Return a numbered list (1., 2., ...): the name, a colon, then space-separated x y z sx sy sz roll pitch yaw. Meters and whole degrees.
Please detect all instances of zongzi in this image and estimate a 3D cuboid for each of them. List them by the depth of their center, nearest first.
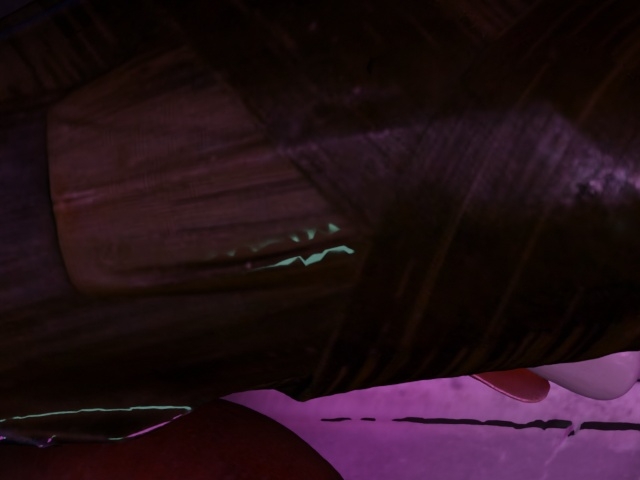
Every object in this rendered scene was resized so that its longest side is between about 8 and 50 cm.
1. zongzi: 0.000 0.000 0.637 0.403 0.432 0.208 -21 116 -12

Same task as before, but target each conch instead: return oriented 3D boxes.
1. conch: 0.107 0.044 0.911 0.176 0.104 0.094 -2 87 -20

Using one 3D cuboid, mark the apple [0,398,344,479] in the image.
1. apple: -0.081 0.198 0.795 0.253 0.253 0.254 -10 118 -20
